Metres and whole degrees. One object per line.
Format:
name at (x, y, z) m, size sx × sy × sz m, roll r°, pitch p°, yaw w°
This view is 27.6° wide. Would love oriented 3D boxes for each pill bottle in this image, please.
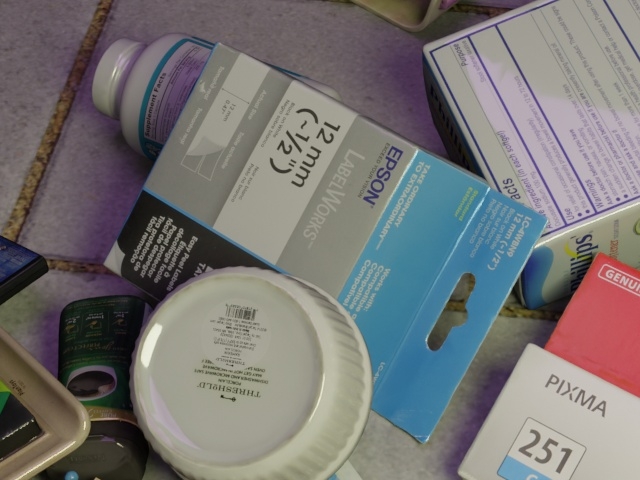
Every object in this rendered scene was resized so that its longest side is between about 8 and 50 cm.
pill bottle at (-0.116, -0.139, 1.427) m, size 0.264 × 0.146 × 0.146 m, roll 23°, pitch 51°, yaw 19°

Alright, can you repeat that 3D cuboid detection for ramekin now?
ramekin at (-0.065, 0.119, 1.111) m, size 0.207 × 0.109 × 0.207 m, roll -3°, pitch 75°, yaw 12°

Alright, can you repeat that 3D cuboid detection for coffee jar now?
coffee jar at (-0.203, 0.143, 1.213) m, size 0.096 × 0.079 × 0.184 m, roll -6°, pitch 47°, yaw 6°

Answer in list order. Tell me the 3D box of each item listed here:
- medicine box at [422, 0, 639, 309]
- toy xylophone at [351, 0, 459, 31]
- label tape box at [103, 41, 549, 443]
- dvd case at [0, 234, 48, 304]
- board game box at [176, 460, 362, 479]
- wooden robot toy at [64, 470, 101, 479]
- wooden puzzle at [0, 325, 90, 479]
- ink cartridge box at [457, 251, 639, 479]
medicine box at (0.286, -0.115, 1.335) m, size 0.289 × 0.149 × 0.263 m, roll -22°, pitch 61°, yaw 0°
toy xylophone at (0.084, -0.390, 1.699) m, size 0.323 × 0.081 × 0.236 m, roll 26°, pitch 54°, yaw 22°
label tape box at (0.000, 0.000, 1.234) m, size 0.348 × 0.115 × 0.249 m, roll 30°, pitch 95°, yaw 23°
dvd case at (-0.416, 0.067, 1.285) m, size 0.180 × 0.022 × 0.253 m, roll 21°, pitch 48°, yaw 41°
board game box at (-0.040, 0.224, 1.170) m, size 0.136 × 0.035 × 0.201 m, roll -24°, pitch 52°, yaw -21°
wooden robot toy at (-0.261, 0.259, 1.134) m, size 0.173 × 0.076 × 0.079 m, roll -36°, pitch 22°, yaw -28°
wooden puzzle at (-0.347, 0.177, 1.148) m, size 0.239 × 0.044 × 0.221 m, roll -36°, pitch 38°, yaw -21°
ink cartridge box at (0.311, 0.168, 1.142) m, size 0.296 × 0.066 × 0.261 m, roll 27°, pitch 78°, yaw 22°
